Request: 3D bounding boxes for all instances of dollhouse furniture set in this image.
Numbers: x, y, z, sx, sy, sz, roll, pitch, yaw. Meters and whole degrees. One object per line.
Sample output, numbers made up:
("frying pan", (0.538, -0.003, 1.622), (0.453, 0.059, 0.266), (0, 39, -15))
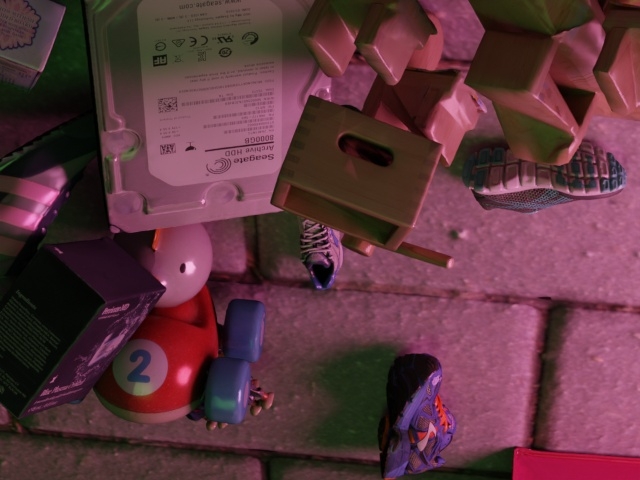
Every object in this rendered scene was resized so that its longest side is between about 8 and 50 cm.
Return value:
("dollhouse furniture set", (0.181, -0.249, 1.408), (0.362, 0.256, 0.394), (11, 156, 34))

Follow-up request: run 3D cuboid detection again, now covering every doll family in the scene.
("doll family", (-0.148, 0.171, 2.025), (0.193, 0.076, 0.111), (-28, 130, 37))

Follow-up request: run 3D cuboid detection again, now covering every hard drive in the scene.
("hard drive", (-0.106, -0.154, 1.633), (0.237, 0.064, 0.339), (-8, 138, -10))

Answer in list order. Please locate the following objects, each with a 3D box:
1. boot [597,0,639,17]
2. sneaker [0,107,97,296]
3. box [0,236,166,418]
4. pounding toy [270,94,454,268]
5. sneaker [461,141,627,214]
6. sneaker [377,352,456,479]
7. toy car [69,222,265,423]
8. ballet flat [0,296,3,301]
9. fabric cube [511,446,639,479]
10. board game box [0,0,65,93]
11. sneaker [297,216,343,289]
("boot", (0.393, -0.209, 1.520), (0.270, 0.089, 0.236), (14, 136, -2))
("sneaker", (-0.317, -0.012, 1.722), (0.131, 0.319, 0.112), (54, 168, -7))
("box", (-0.261, 0.086, 1.709), (0.093, 0.156, 0.158), (40, 104, 11))
("pounding toy", (0.054, -0.048, 1.562), (0.181, 0.094, 0.206), (21, 169, -1))
("sneaker", (0.232, -0.060, 1.735), (0.166, 0.065, 0.076), (2, 153, 13))
("sneaker", (0.123, 0.207, 2.021), (0.087, 0.083, 0.221), (-1, 143, -8))
("toy car", (-0.178, 0.055, 1.832), (0.219, 0.210, 0.238), (6, 124, 5))
("ballet flat", (-0.372, 0.049, 1.947), (0.068, 0.072, 0.213), (-34, 130, 0))
("fabric cube", (0.351, 0.438, 2.080), (0.254, 0.259, 0.258), (3, 134, 8))
("board game box", (-0.397, -0.227, 1.524), (0.318, 0.066, 0.319), (21, 177, -12))
("sneaker", (0.000, 0.000, 1.830), (0.052, 0.058, 0.135), (-2, 135, 13))
